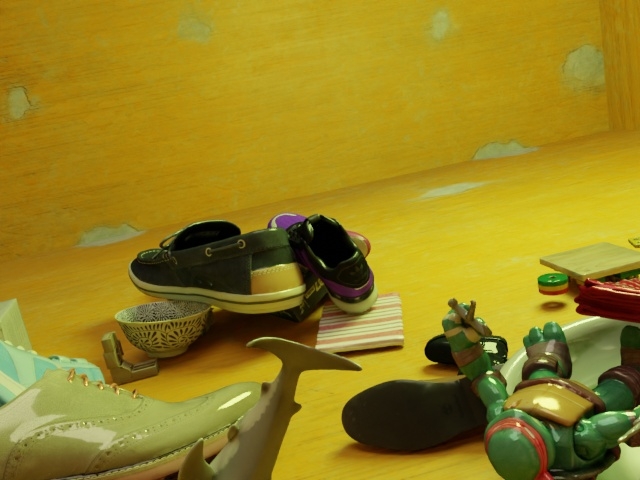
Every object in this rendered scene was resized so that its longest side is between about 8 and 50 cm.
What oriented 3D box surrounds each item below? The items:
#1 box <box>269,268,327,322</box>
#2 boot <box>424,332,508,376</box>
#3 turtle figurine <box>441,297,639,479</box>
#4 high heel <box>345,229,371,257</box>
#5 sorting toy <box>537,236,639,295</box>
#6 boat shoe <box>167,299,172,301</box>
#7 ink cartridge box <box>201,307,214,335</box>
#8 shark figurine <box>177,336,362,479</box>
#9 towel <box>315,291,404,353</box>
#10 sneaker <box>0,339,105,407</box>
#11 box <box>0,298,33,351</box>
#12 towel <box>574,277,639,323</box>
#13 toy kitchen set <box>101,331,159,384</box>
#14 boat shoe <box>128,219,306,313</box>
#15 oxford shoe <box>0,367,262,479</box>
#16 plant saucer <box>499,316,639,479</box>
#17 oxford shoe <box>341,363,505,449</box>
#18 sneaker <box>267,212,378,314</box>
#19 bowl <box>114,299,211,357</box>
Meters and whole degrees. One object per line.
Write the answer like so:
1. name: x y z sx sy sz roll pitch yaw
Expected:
1. box: -0.066 0.071 1.160 0.233 0.059 0.183 4 44 52
2. boot: 0.191 0.161 0.724 0.121 0.045 0.099 -6 16 20
3. turtle figurine: 0.161 0.104 0.379 0.175 0.118 0.234 19 13 36
4. high heel: 0.000 0.000 1.385 0.377 0.127 0.181 -5 24 41
5. sorting toy: 0.482 0.047 0.956 0.275 0.046 0.132 -13 12 -7
6. boat shoe: -0.337 0.104 1.334 0.095 0.095 0.258 -26 19 -31
7. ink cartridge box: -0.246 0.165 1.119 0.048 0.028 0.083 -8 13 12
8. shark figurine: -0.054 0.214 0.511 0.116 0.278 0.166 34 -3 19
9. towel: 0.070 0.143 0.950 0.144 0.029 0.197 -10 15 9
10. sneaker: -0.430 0.179 0.755 0.127 0.319 0.208 -52 -16 6
11. box: -0.628 0.201 1.065 0.091 0.130 0.170 -14 12 -16
12. towel: 0.359 0.050 0.456 0.275 0.031 0.199 0 4 -44
13. toy kitchen set: -0.325 0.190 0.953 0.075 0.083 0.068 -13 13 -9
14. boat shoe: -0.222 0.036 1.091 0.187 0.155 0.500 -12 9 -42
15. oxford shoe: -0.235 0.195 0.588 0.397 0.146 0.140 -8 -18 -30
16. plant saucer: 0.345 0.164 0.438 0.401 0.100 0.400 -11 12 2
17. oxford shoe: 0.131 0.191 0.629 0.212 0.076 0.076 -12 -18 8
18. sneaker: -0.008 -0.002 1.010 0.102 0.146 0.293 -37 47 -17
19. bowl: -0.282 0.165 1.010 0.170 0.080 0.170 -3 6 0
